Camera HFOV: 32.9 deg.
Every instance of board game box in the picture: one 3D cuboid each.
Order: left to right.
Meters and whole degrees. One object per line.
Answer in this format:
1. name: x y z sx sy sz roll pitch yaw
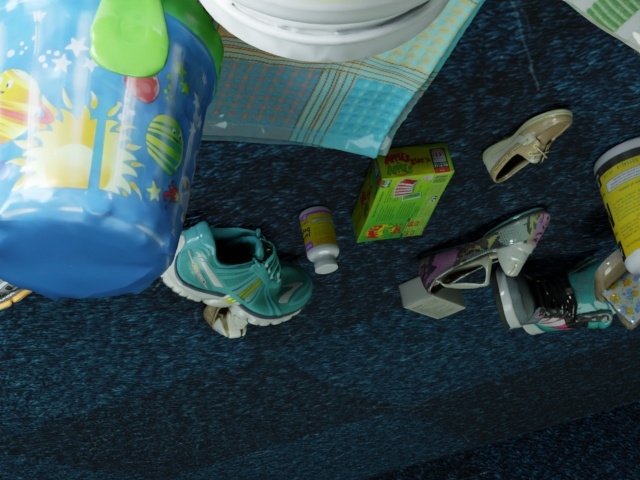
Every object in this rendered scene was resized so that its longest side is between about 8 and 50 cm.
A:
1. board game box: 0.102 -0.059 1.391 0.092 0.043 0.181 -6 156 -12

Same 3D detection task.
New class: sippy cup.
1. sippy cup: -0.202 -0.079 0.919 0.240 0.224 0.305 -8 150 10

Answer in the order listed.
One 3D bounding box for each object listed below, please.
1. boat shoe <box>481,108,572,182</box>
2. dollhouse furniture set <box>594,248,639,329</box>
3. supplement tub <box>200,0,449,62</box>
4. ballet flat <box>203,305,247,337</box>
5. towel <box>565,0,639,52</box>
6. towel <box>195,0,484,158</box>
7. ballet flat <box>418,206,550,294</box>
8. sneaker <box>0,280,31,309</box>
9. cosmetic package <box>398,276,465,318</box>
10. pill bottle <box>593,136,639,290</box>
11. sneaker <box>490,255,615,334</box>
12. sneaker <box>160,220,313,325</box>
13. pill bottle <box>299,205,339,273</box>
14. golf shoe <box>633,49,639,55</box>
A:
1. boat shoe: 0.259 -0.115 1.337 0.050 0.045 0.135 7 150 -38
2. dollhouse furniture set: 0.655 0.048 1.543 0.394 0.362 0.256 -42 156 -2
3. supplement tub: 0.008 -0.272 0.614 0.235 0.235 0.325 -9 157 -6
4. ballet flat: -0.133 0.108 1.628 0.073 0.067 0.206 -6 156 -15
5. towel: 0.328 -0.244 0.904 0.325 0.038 0.248 31 140 -15
6. towel: -0.004 -0.190 1.005 0.271 0.040 0.370 4 153 -17
7. ballet flat: 0.249 0.027 1.615 0.221 0.079 0.077 -24 154 24
8. sneaker: -0.366 0.022 1.316 0.215 0.084 0.083 -17 143 3
9. cosmetic package: 0.184 0.093 1.782 0.060 0.041 0.115 -24 154 27
10. pill bottle: 0.446 -0.023 1.432 0.119 0.208 0.119 -10 156 -4
11. sneaker: 0.394 0.089 1.767 0.178 0.123 0.295 -16 165 22
12. sneaker: -0.096 0.041 1.459 0.110 0.107 0.275 -37 148 27
13. pill bottle: 0.000 0.000 1.424 0.043 0.083 0.043 -10 156 -5
14. golf shoe: 0.387 -0.261 1.001 0.120 0.105 0.273 -10 159 -27
